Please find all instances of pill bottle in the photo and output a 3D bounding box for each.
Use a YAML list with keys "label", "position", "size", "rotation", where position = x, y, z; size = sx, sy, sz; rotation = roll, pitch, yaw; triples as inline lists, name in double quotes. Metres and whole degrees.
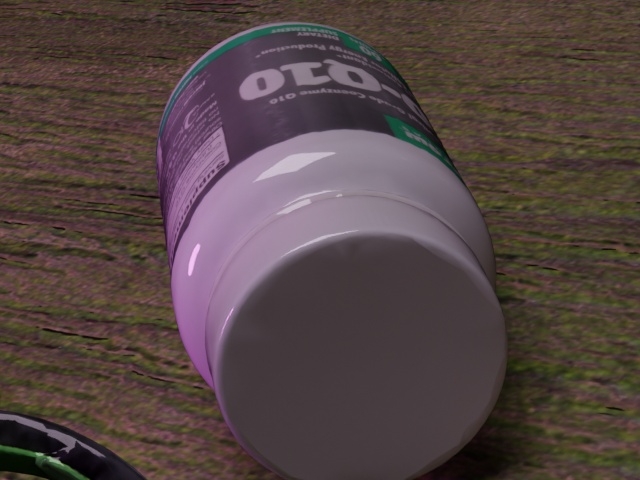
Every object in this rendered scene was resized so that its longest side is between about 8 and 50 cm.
- label: "pill bottle"
  position: [0.000, 0.000, 1.129]
  size: [0.204, 0.204, 0.361]
  rotation: [-17, 26, -1]

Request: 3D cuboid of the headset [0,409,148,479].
- label: "headset"
  position: [-0.196, 0.250, 0.690]
  size: [0.243, 0.185, 0.394]
  rotation: [28, 78, 14]
